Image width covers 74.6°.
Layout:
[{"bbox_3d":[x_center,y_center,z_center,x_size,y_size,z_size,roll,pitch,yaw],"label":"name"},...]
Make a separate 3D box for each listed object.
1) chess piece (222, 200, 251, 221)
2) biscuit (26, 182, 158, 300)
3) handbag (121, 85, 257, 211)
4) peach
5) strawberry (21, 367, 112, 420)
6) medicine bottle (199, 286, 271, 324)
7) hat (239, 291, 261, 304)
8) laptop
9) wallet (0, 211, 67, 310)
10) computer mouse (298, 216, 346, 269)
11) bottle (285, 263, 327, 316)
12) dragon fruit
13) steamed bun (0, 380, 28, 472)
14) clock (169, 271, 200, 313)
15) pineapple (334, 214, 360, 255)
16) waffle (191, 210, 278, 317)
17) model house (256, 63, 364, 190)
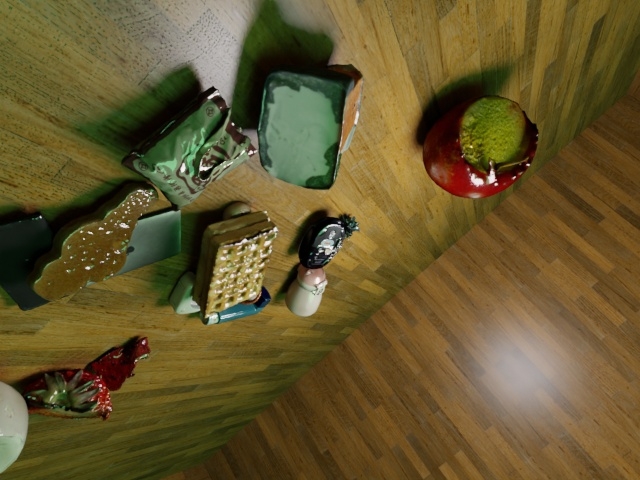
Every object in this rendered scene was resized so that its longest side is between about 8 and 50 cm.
[{"bbox_3d":[-0.235,-0.071,1.181,0.083,0.038,0.084,-32,154,-18],"label":"chess piece"},{"bbox_3d":[-0.477,-0.001,0.911,0.320,0.047,0.183,-51,160,3],"label":"biscuit"},{"bbox_3d":[-0.261,-0.176,0.871,0.235,0.127,0.213,-39,153,-5],"label":"handbag"},{"bbox_3d":[0.548,-0.314,1.488,0.405,0.335,0.310,-30,174,-27],"label":"peach"},{"bbox_3d":[-0.756,0.472,1.285,0.233,0.138,0.306,8,152,-16],"label":"strawberry"},{"bbox_3d":[-0.311,0.243,1.544,0.258,0.079,0.124,-9,146,-46],"label":"medicine bottle"},{"bbox_3d":[-0.258,0.164,1.446,0.112,0.094,0.162,-32,162,-10],"label":"hat"},{"bbox_3d":[-0.474,0.019,1.035,0.268,0.015,0.188,-22,150,-32],"label":"laptop"},{"bbox_3d":[-0.608,0.051,0.881,0.145,0.030,0.285,-22,151,-22],"label":"wallet"},{"bbox_3d":[0.000,0.000,1.528,0.137,0.096,0.233,9,126,-33],"label":"computer mouse"},{"bbox_3d":[-0.052,0.188,1.730,0.147,0.147,0.237,-18,143,-37],"label":"bottle"},{"bbox_3d":[-0.639,0.378,1.372,0.192,0.122,0.092,-43,-166,0],"label":"dragon fruit"},{"bbox_3d":[-0.879,0.455,0.986,0.324,0.206,0.324,-30,150,-19],"label":"steamed bun"},{"bbox_3d":[-0.373,0.159,1.344,0.190,0.062,0.152,-3,136,-51],"label":"clock"},{"bbox_3d":[0.061,-0.004,1.632,0.221,0.083,0.103,-47,150,15],"label":"pineapple"},{"bbox_3d":[-0.248,0.067,1.214,0.212,0.091,0.308,-21,146,-40],"label":"waffle"},{"bbox_3d":[-0.001,-0.309,1.005,0.301,0.190,0.272,-61,164,-46],"label":"model house"}]
